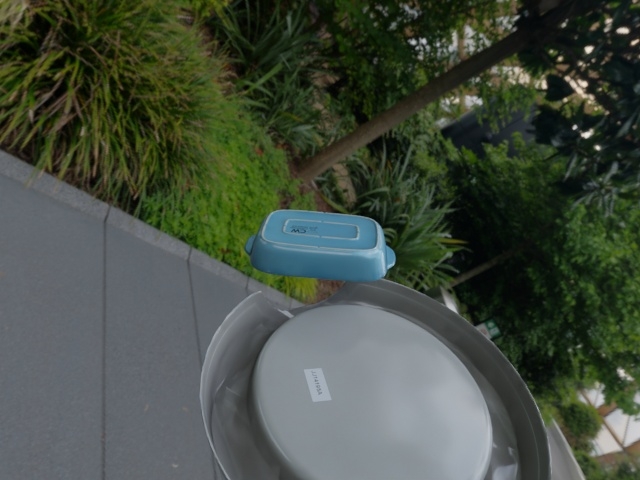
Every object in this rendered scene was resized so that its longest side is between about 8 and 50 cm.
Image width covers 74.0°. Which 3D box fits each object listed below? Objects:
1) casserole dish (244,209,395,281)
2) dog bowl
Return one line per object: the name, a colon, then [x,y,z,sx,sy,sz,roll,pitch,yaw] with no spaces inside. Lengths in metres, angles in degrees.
casserole dish: [0.000,0.000,0.524,0.114,0.189,0.036,-81,174,-58]
dog bowl: [0.048,0.180,0.457,0.349,0.102,0.348,10,32,-6]
